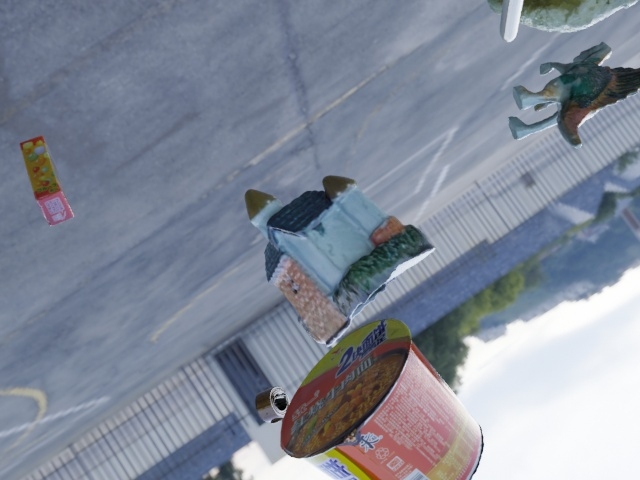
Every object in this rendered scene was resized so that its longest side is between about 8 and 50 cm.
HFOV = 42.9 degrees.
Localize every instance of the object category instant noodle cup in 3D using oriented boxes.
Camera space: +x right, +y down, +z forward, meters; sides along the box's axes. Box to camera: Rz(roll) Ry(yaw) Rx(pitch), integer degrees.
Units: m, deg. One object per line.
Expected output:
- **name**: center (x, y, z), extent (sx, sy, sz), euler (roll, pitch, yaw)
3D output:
- **instant noodle cup**: center (0.083, 0.229, 0.993), extent (0.213, 0.174, 0.213), euler (-40, -164, 15)

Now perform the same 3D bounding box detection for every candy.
- **candy**: center (-0.392, -0.086, 1.167), extent (0.038, 0.122, 0.062), euler (-21, 145, -11)

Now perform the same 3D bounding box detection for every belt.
- **belt**: center (-0.079, 0.283, 1.403), extent (0.036, 0.059, 0.083), euler (-23, 169, 16)

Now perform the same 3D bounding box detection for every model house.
- **model house**: center (0.000, 0.000, 1.344), extent (0.184, 0.291, 0.253), euler (-45, 176, -29)

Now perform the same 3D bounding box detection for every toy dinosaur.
- **toy dinosaur**: center (0.192, -0.104, 0.574), extent (0.106, 0.044, 0.187), euler (-20, -166, 1)

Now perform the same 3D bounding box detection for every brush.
- **brush**: center (0.208, -0.266, 0.857), extent (0.042, 0.039, 0.299), euler (-60, 167, 0)

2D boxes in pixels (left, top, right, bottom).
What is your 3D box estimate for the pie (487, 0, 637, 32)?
- **pie**: center (0.368, -0.435, 1.151), extent (0.323, 0.323, 0.070), euler (-36, 142, 15)
